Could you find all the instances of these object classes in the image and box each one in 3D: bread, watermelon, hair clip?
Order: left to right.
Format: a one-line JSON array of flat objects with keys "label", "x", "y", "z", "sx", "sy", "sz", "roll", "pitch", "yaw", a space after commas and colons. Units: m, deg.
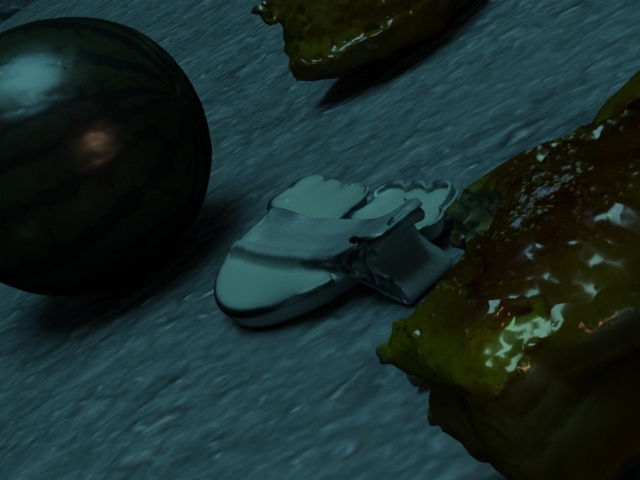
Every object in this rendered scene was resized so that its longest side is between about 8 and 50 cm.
[{"label": "watermelon", "x": -0.187, "y": -0.060, "z": 1.028, "sx": 0.212, "sy": 0.212, "sz": 0.212, "roll": -25, "pitch": 22, "yaw": 11}, {"label": "hair clip", "x": 0.000, "y": 0.000, "z": 0.876, "sx": 0.140, "sy": 0.054, "sz": 0.220, "roll": -44, "pitch": 23, "yaw": -23}, {"label": "bread", "x": 0.050, "y": -0.236, "z": 1.197, "sx": 0.139, "sy": 0.143, "sz": 0.229, "roll": -12, "pitch": 30, "yaw": 38}, {"label": "bread", "x": 0.183, "y": -0.040, "z": 0.640, "sx": 0.380, "sy": 0.109, "sz": 0.185, "roll": -34, "pitch": 28, "yaw": -16}]

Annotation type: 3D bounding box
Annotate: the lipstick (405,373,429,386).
[{"label": "lipstick", "x": 0.086, "y": 0.051, "z": 0.695, "sx": 0.094, "sy": 0.019, "sz": 0.019, "roll": -20, "pitch": 24, "yaw": 21}]
